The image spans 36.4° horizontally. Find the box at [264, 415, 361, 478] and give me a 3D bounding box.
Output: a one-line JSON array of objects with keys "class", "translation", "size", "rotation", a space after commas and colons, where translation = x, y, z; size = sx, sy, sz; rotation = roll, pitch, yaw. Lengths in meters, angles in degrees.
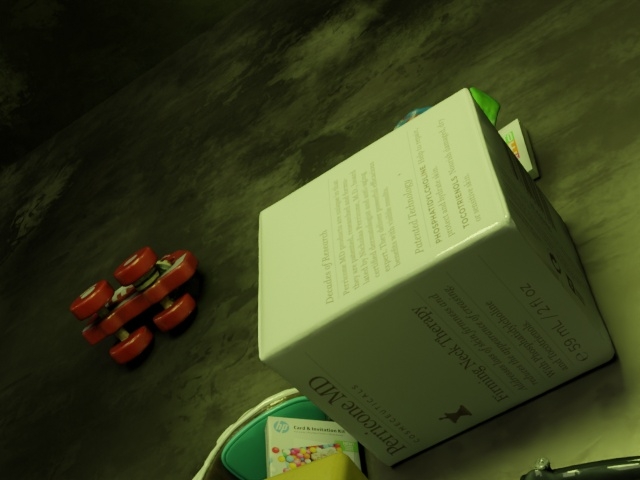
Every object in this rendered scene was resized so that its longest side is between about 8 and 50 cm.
[{"class": "box", "translation": [-0.010, 0.357, 1.487], "size": [0.186, 0.145, 0.038], "rotation": [-97, 17, -52]}]

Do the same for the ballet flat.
[{"class": "ballet flat", "translation": [-0.149, 0.386, 1.618], "size": [0.400, 0.139, 0.139], "rotation": [-50, 33, -4]}]

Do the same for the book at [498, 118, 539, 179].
[{"class": "book", "translation": [0.338, -0.143, 1.761], "size": [0.096, 0.035, 0.144], "rotation": [-32, 36, 25]}]

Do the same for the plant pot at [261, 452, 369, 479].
[{"class": "plant pot", "translation": [-0.005, 0.374, 1.117], "size": [0.212, 0.212, 0.187], "rotation": [-26, 23, 26]}]

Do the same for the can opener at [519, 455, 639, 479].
[{"class": "can opener", "translation": [0.341, 0.305, 1.249], "size": [0.186, 0.073, 0.059], "rotation": [-22, 0, 25]}]

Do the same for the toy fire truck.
[{"class": "toy fire truck", "translation": [-0.399, 0.114, 2.164], "size": [0.302, 0.169, 0.254], "rotation": [-36, 15, 11]}]

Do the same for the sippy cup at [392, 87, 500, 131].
[{"class": "sippy cup", "translation": [0.200, -0.121, 1.724], "size": [0.305, 0.240, 0.224], "rotation": [-19, 28, 19]}]

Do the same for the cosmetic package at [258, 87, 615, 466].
[{"class": "cosmetic package", "translation": [0.157, 0.061, 1.453], "size": [0.394, 0.329, 0.327], "rotation": [-31, 36, 20]}]
